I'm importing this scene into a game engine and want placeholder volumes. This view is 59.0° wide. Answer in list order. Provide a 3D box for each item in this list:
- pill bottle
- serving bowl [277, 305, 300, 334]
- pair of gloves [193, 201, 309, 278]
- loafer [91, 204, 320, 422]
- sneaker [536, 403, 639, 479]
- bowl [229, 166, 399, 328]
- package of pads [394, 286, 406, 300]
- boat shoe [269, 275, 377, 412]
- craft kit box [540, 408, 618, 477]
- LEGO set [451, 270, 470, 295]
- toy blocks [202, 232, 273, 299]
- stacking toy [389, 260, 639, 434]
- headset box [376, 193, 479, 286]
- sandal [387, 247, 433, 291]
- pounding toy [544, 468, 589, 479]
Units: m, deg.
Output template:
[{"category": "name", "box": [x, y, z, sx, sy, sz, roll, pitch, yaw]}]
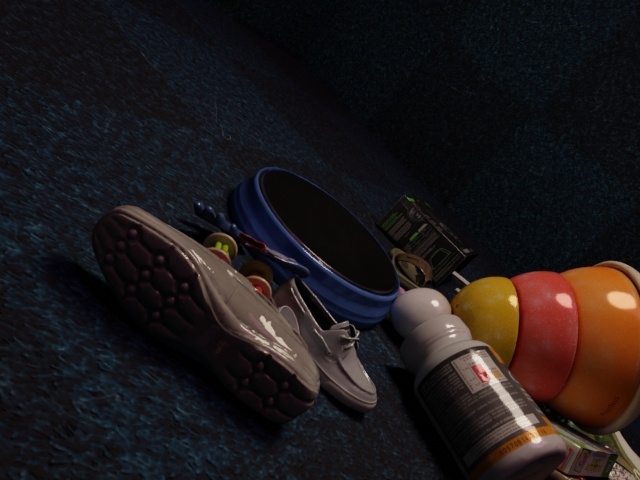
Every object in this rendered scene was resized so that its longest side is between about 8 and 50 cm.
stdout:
[{"category": "pill bottle", "box": [0.253, 0.267, 0.935, 0.162, 0.162, 0.278, 24, 26, -43]}, {"category": "serving bowl", "box": [-0.055, 0.132, 0.776, 0.083, 0.027, 0.083, -9, 90, -71]}, {"category": "pair of gloves", "box": [-0.104, 0.002, 0.876, 0.198, 0.023, 0.159, 27, -7, 27]}, {"category": "loafer", "box": [-0.128, 0.082, 0.666, 0.319, 0.112, 0.111, 47, 12, -10]}, {"category": "sneaker", "box": [0.563, 0.446, 1.236, 0.182, 0.158, 0.410, 12, 26, -26]}, {"category": "bowl", "box": [0.000, 0.000, 1.128, 0.391, 0.077, 0.391, 36, 21, -16]}, {"category": "package of pads", "box": [0.195, 0.147, 1.284, 0.050, 0.032, 0.083, 38, 18, -36]}, {"category": "boat shoe", "box": [0.011, 0.147, 0.830, 0.227, 0.081, 0.079, 47, 19, 14]}, {"category": "craft kit box", "box": [0.400, 0.349, 1.066, 0.249, 0.061, 0.246, 26, -3, 45]}, {"category": "LEGO set", "box": [0.422, 0.214, 1.478, 0.244, 0.060, 0.183, 45, -18, 48]}, {"category": "toy blocks", "box": [-0.123, 0.063, 0.788, 0.123, 0.054, 0.148, 37, 19, -17]}, {"category": "stacking toy", "box": [0.378, 0.175, 1.141, 0.479, 0.351, 0.351, 12, 23, -4]}, {"category": "headset box", "box": [0.333, -0.010, 1.772, 0.283, 0.131, 0.246, 48, 18, 17]}, {"category": "sandal", "box": [0.231, 0.073, 1.429, 0.120, 0.086, 0.303, 44, 14, -15]}, {"category": "pounding toy", "box": [0.401, 0.465, 0.929, 0.154, 0.155, 0.269, 24, -5, 30]}]
